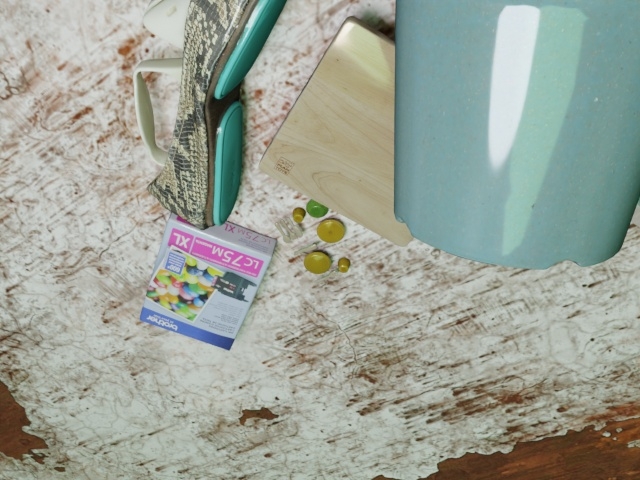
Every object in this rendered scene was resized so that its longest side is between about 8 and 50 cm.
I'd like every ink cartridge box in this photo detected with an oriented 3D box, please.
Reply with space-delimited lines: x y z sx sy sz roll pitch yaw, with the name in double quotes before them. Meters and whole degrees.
"ink cartridge box" -0.217 0.091 1.159 0.185 0.065 0.311 21 129 -8

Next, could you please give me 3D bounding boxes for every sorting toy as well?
"sorting toy" 0.086 -0.154 0.903 0.257 0.089 0.255 28 126 -13

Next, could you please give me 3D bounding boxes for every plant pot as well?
"plant pot" 0.218 -0.168 0.662 0.341 0.341 0.334 5 112 5

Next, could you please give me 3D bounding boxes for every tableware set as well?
"tableware set" 0.000 0.000 1.081 0.104 0.024 0.154 -24 120 20

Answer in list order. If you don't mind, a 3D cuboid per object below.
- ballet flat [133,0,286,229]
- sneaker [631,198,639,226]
"ballet flat" -0.165 -0.217 0.858 0.182 0.164 0.483 24 131 1
"sneaker" 0.406 -0.130 0.873 0.302 0.108 0.121 27 126 -23
